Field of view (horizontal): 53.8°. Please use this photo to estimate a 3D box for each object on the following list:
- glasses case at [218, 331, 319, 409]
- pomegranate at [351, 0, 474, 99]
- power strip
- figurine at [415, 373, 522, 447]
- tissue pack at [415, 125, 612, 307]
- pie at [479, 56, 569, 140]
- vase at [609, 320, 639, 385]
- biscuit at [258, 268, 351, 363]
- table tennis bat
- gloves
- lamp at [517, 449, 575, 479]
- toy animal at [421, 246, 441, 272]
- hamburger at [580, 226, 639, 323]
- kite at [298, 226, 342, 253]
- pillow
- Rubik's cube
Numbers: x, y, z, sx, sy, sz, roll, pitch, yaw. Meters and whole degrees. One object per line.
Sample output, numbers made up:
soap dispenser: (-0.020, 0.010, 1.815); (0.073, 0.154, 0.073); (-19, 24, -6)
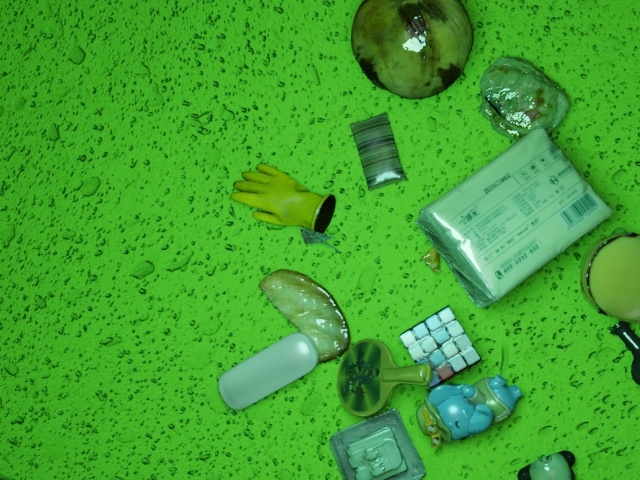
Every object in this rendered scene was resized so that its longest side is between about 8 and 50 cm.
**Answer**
glasses case: (-0.140, 0.348, 1.683); (0.296, 0.075, 0.113); (-31, 81, 14)
pomegranate: (0.240, -0.525, 1.648); (0.321, 0.322, 0.322); (-1, 83, 8)
power strip: (0.144, 0.563, 1.634); (0.213, 0.064, 0.198); (-27, 82, 3)
figurine: (0.363, 0.410, 1.573); (0.262, 0.180, 0.154); (-33, 60, 11)
tissue pack: (0.469, -0.056, 1.571); (0.380, 0.207, 0.297); (-33, 80, -7)
pie: (0.532, -0.377, 1.684); (0.248, 0.090, 0.201); (45, 94, 14)
vase: (0.798, 0.278, 1.561); (0.120, 0.120, 0.183); (-35, 65, 3)
biscuit: (-0.032, 0.191, 1.712); (0.154, 0.045, 0.299); (-39, 79, 9)
table tennis bat: (0.153, 0.340, 1.578); (0.320, 0.050, 0.199); (-17, 61, 49)
gloves: (-0.113, -0.121, 1.751); (0.294, 0.116, 0.133); (22, 59, 19)
lamp: (0.592, 0.642, 1.514); (0.197, 0.198, 0.244); (-24, 57, 4)
toy animal: (0.315, 0.037, 1.680); (0.083, 0.060, 0.081); (-41, 40, 2)
hamburger: (0.756, 0.085, 1.567); (0.237, 0.149, 0.237); (0, 91, 10)
kite: (0.000, 0.000, 1.705); (0.156, 0.139, 0.011); (32, 68, -26)
pillow: (0.158, -0.246, 1.746); (0.113, 0.038, 0.204); (-16, 80, 9)
Rubik's cube: (0.302, 0.267, 1.603); (0.151, 0.154, 0.155); (-30, 79, 4)
